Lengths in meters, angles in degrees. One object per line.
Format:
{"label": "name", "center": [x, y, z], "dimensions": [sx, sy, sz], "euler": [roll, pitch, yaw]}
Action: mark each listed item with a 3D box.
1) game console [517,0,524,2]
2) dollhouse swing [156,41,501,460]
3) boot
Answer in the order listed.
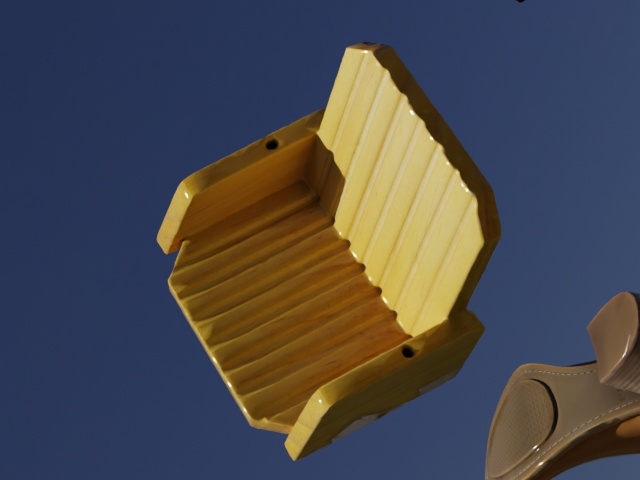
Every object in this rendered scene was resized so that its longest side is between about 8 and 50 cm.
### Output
{"label": "game console", "center": [0.323, -0.381, 2.647], "dimensions": [0.144, 0.085, 0.124], "euler": [-39, -39, -13]}
{"label": "dollhouse swing", "center": [0.000, 0.000, 2.286], "dimensions": [0.315, 0.347, 0.305], "euler": [-27, -24, -12]}
{"label": "boot", "center": [0.280, 0.147, 1.646], "dimensions": [0.283, 0.220, 0.109], "euler": [-54, 29, 40]}
